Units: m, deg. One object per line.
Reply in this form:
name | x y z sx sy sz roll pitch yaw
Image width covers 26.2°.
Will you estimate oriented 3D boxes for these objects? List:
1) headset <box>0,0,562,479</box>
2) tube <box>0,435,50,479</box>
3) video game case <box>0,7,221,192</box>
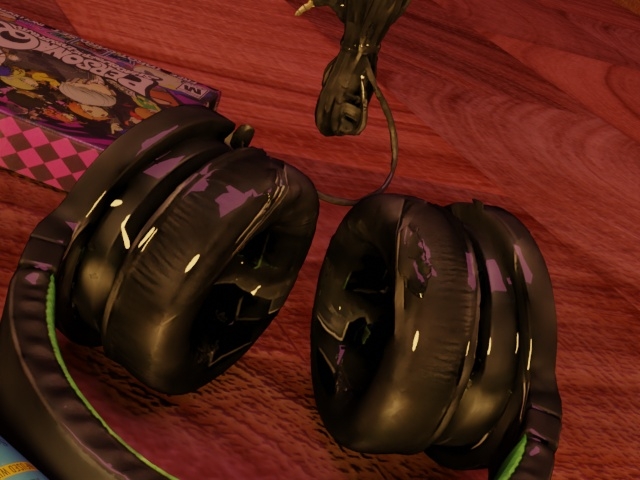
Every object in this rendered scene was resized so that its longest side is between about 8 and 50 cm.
headset | 0.000 0.000 0.647 0.243 0.185 0.394 19 31 -4
tube | -0.102 0.111 0.472 0.207 0.052 0.080 36 31 20
video game case | -0.201 -0.103 0.935 0.232 0.042 0.210 21 21 3
